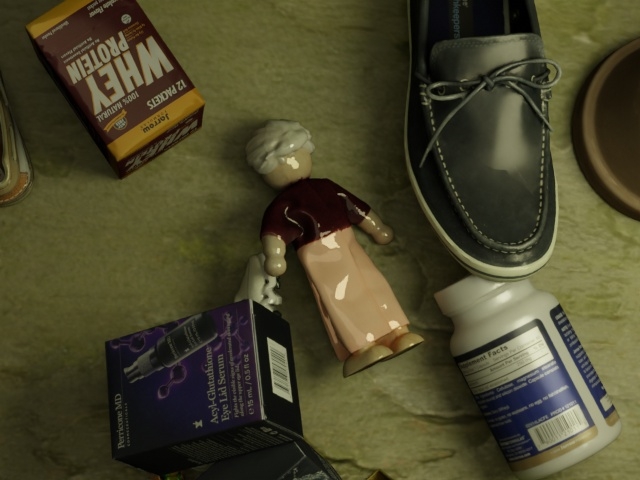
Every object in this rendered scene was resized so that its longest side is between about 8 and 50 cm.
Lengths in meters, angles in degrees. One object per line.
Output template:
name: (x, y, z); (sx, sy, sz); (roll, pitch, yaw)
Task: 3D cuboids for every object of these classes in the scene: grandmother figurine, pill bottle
grandmother figurine: (0.000, 0.000, 1.862); (0.208, 0.104, 0.342); (-14, 76, -51)
pill bottle: (0.256, 0.155, 1.850); (0.153, 0.153, 0.265); (-26, 87, -8)

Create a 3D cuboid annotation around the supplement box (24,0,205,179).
supplement box: (-0.250, -0.199, 1.815); (0.129, 0.191, 0.194); (-34, 89, -8)

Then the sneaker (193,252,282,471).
sneaker: (-0.120, 0.152, 1.842); (0.118, 0.110, 0.292); (13, 83, 5)

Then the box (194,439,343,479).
box: (-0.059, 0.318, 1.783); (0.156, 0.158, 0.093); (-42, 45, -1)

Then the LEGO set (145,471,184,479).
LEGO set: (-0.188, 0.422, 1.801); (0.132, 0.107, 0.287); (19, 83, -4)

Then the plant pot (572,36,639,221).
plant pot: (0.479, -0.157, 1.867); (0.263, 0.229, 0.263); (1, 85, -7)

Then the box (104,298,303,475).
box: (-0.139, 0.176, 1.730); (0.207, 0.108, 0.153); (-18, 64, 19)

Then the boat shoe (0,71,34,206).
boat shoe: (-0.447, -0.188, 1.838); (0.113, 0.103, 0.302); (-30, 87, -7)

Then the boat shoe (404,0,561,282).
boat shoe: (0.198, -0.193, 1.825); (0.187, 0.156, 0.500); (-2, 70, -6)

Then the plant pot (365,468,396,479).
plant pot: (0.081, 0.352, 1.852); (0.081, 0.081, 0.083); (-42, 103, -8)
